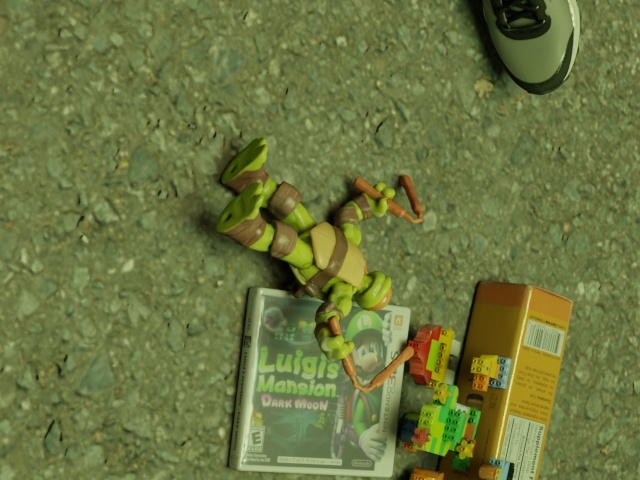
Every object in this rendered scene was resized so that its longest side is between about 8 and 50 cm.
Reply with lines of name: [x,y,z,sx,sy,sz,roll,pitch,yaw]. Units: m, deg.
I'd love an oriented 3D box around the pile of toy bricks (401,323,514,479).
pile of toy bricks: [0.121,0.190,1.594,0.105,0.118,0.212,24,75,-55]

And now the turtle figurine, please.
turtle figurine: [0.000,0.000,1.529,0.217,0.087,0.269,39,47,-27]

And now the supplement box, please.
supplement box: [0.190,0.163,1.681,0.080,0.078,0.233,22,79,-38]

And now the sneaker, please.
sneaker: [0.190,-0.273,1.630,0.108,0.100,0.271,-42,122,-55]

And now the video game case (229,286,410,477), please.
video game case: [0.003,0.140,1.573,0.190,0.022,0.173,9,86,-37]
